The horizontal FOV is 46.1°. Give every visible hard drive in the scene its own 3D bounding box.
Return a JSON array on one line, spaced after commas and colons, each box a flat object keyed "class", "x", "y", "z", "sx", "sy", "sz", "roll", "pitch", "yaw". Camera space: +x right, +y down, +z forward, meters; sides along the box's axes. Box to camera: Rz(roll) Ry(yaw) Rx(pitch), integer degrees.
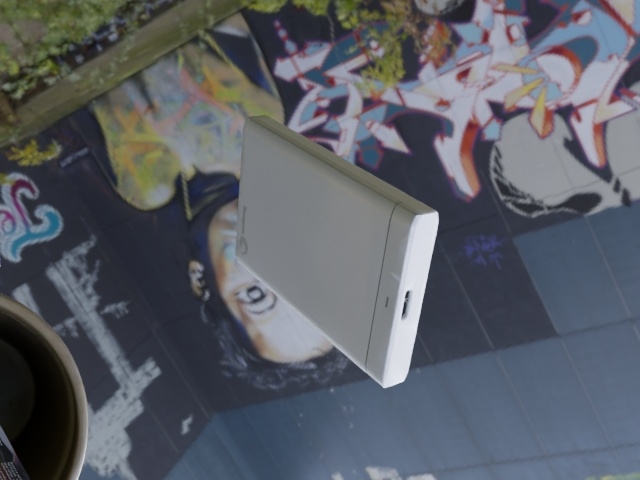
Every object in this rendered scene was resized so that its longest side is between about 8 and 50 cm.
[{"class": "hard drive", "x": 0.000, "y": 0.000, "z": 0.988, "sx": 0.047, "sy": 0.233, "sz": 0.353, "roll": -12, "pitch": -148, "yaw": -34}]

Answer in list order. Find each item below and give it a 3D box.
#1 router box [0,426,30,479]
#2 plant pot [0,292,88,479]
[{"class": "router box", "x": -0.199, "y": 0.259, "z": 0.335, "sx": 0.243, "sy": 0.309, "sz": 0.081, "roll": -38, "pitch": 163, "yaw": 3}, {"class": "plant pot", "x": -0.444, "y": 0.206, "z": 0.894, "sx": 0.323, "sy": 0.323, "sz": 0.280, "roll": -33, "pitch": -173, "yaw": -16}]
